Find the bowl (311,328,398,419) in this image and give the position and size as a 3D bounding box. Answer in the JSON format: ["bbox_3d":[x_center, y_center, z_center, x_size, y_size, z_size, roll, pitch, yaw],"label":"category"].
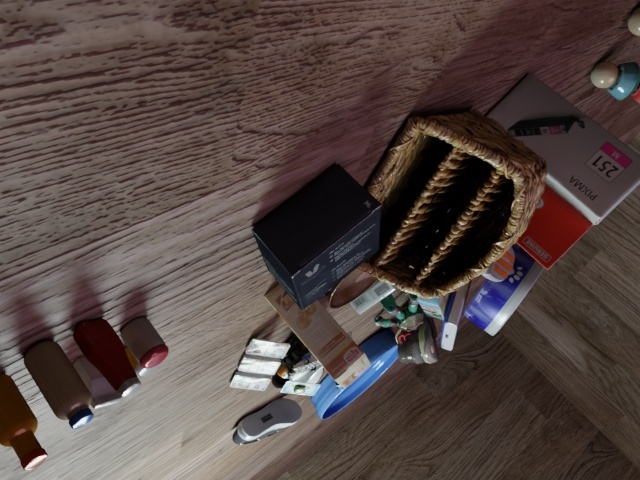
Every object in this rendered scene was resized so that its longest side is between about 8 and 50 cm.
[{"bbox_3d":[0.128,0.451,1.953,0.391,0.077,0.391,-36,158,-17],"label":"bowl"}]

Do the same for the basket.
[{"bbox_3d":[0.206,-0.039,0.949,0.223,0.213,0.299,-19,149,-49],"label":"basket"}]

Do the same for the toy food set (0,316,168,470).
[{"bbox_3d":[-0.252,0.165,0.665,0.111,0.104,0.232,-50,158,18],"label":"toy food set"}]

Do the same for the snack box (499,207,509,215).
[{"bbox_3d":[0.358,-0.085,1.193,0.070,0.174,0.207,-44,161,12],"label":"snack box"}]

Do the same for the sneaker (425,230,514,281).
[{"bbox_3d":[0.282,-0.008,1.285,0.321,0.180,0.125,38,78,-36],"label":"sneaker"}]

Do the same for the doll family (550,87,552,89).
[{"bbox_3d":[0.434,-0.173,1.171,0.118,0.263,0.163,-10,150,7],"label":"doll family"}]

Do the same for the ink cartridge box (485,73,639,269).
[{"bbox_3d":[0.395,-0.127,1.034,0.239,0.275,0.060,-45,161,3],"label":"ink cartridge box"}]

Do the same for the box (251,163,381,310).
[{"bbox_3d":[0.000,0.000,0.821,0.156,0.093,0.158,-38,160,-12],"label":"box"}]

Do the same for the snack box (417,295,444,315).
[{"bbox_3d":[0.326,0.105,1.553,0.322,0.060,0.187,46,60,-69],"label":"snack box"}]

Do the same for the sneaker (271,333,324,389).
[{"bbox_3d":[-0.035,0.250,1.242,0.108,0.100,0.271,-17,147,-33],"label":"sneaker"}]

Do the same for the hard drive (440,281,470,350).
[{"bbox_3d":[0.415,0.139,1.679,0.210,0.040,0.319,75,34,-60],"label":"hard drive"}]

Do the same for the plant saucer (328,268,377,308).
[{"bbox_3d":[0.083,0.058,1.167,0.198,0.036,0.198,-36,159,-16],"label":"plant saucer"}]

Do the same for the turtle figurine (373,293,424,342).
[{"bbox_3d":[0.245,0.201,1.641,0.175,0.118,0.234,-41,154,-7],"label":"turtle figurine"}]

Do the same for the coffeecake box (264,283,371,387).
[{"bbox_3d":[-0.001,0.159,0.996,0.068,0.185,0.142,-41,159,-6],"label":"coffeecake box"}]

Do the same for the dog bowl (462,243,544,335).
[{"bbox_3d":[0.517,0.132,1.611,0.265,0.104,0.265,-49,164,-20],"label":"dog bowl"}]

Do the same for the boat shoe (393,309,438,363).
[{"bbox_3d":[0.294,0.280,1.813,0.130,0.132,0.355,-14,-171,13],"label":"boat shoe"}]

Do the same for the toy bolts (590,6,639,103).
[{"bbox_3d":[0.720,-0.438,1.301,0.218,0.158,0.228,-83,-172,-54],"label":"toy bolts"}]

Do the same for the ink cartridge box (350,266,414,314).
[{"bbox_3d":[0.168,0.091,1.343,0.179,0.045,0.145,-35,175,-45],"label":"ink cartridge box"}]

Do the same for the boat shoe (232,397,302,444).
[{"bbox_3d":[-0.145,0.494,1.543,0.228,0.080,0.076,-11,148,-53],"label":"boat shoe"}]

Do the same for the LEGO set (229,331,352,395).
[{"bbox_3d":[-0.044,0.249,1.166,0.244,0.060,0.182,11,135,-17],"label":"LEGO set"}]
